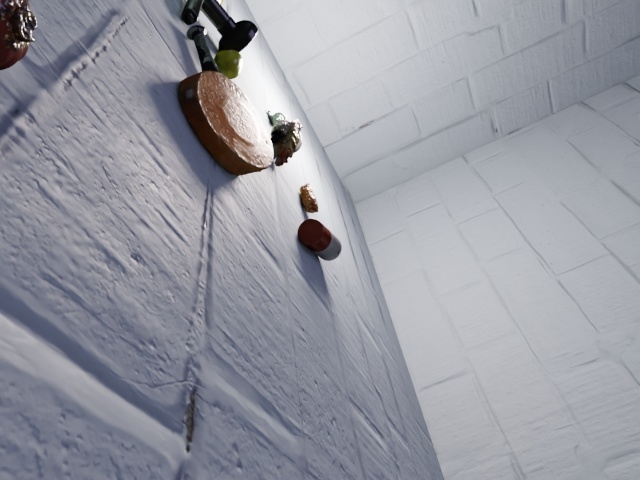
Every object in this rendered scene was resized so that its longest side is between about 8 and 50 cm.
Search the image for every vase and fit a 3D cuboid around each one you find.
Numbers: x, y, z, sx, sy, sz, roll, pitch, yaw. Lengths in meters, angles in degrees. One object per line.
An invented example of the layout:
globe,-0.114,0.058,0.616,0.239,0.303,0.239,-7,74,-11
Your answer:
vase,-0.319,-0.510,1.272,0.166,0.059,0.059,69,11,15

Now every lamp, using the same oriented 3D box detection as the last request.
lamp,-0.333,-0.220,0.457,0.101,0.090,0.101,10,90,-89

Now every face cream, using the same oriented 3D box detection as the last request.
face cream,0.000,0.000,1.605,0.095,0.096,0.214,70,11,22

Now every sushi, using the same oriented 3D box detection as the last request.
sushi,-0.131,-0.368,1.686,0.097,0.103,0.225,108,-3,-60

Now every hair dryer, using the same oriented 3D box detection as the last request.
hair dryer,-0.365,-0.684,1.451,0.320,0.156,0.283,36,49,-45

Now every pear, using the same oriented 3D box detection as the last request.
pear,-0.286,-0.553,1.453,0.092,0.097,0.092,45,-23,26

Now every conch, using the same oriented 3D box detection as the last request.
conch,-0.189,-0.521,1.980,0.180,0.088,0.065,-99,-154,-76

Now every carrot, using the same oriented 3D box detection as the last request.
carrot,-0.233,-0.282,1.133,0.307,0.100,0.258,22,46,-64

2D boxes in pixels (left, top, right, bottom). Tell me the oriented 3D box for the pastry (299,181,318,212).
pastry,-0.051,-0.170,1.852,0.169,0.063,0.087,-108,178,-55

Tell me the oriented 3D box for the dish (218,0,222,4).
dish,-0.416,-0.960,1.762,0.148,0.080,0.207,51,16,-52

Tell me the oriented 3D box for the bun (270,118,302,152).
bun,-0.146,-0.399,1.815,0.138,0.094,0.138,16,67,-43
